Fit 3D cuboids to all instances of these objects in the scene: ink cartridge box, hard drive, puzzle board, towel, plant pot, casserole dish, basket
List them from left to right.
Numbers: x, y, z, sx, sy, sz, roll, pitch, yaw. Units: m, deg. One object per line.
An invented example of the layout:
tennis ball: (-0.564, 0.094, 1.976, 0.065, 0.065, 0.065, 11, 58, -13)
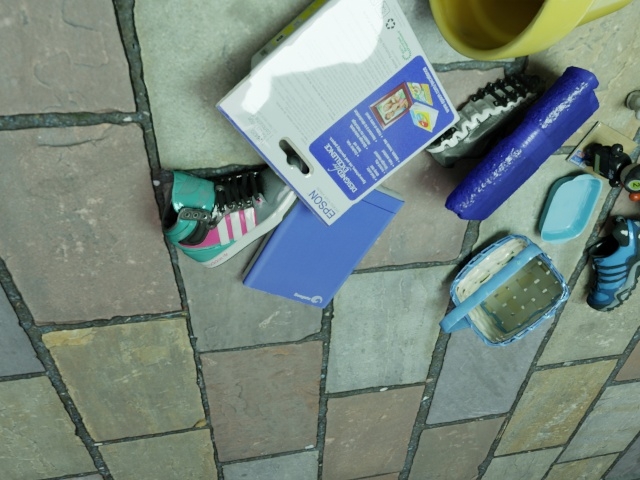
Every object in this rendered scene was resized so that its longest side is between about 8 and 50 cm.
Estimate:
hard drive: (0.000, 0.000, 1.003, 0.210, 0.040, 0.319, 20, 121, -26)
ink cartridge box: (0.037, -0.220, 0.792, 0.307, 0.072, 0.304, -38, 127, 8)
basket: (0.402, 0.114, 1.065, 0.255, 0.201, 0.288, -44, 156, 20)
towel: (0.364, -0.168, 0.884, 0.308, 0.076, 0.227, -50, 158, 21)
plant pot: (0.314, -0.390, 0.654, 0.238, 0.254, 0.254, -15, 132, -22)
casserole dish: (0.552, -0.073, 1.078, 0.114, 0.037, 0.189, -7, 128, -8)
puzzle board: (0.592, -0.187, 1.014, 0.128, 0.011, 0.096, 17, 123, -24)

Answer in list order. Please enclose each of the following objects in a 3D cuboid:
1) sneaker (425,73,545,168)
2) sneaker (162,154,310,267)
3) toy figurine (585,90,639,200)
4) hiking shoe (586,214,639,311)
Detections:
sneaker: (0.302, -0.212, 0.888, 0.234, 0.078, 0.106, -31, 134, 13)
sneaker: (-0.175, -0.080, 0.853, 0.295, 0.124, 0.178, -38, 136, 19)
toy figurine: (0.667, -0.174, 0.938, 0.212, 0.148, 0.210, 21, 113, -26)
hiking shoe: (0.725, 0.055, 1.198, 0.131, 0.113, 0.304, 18, 135, 11)
